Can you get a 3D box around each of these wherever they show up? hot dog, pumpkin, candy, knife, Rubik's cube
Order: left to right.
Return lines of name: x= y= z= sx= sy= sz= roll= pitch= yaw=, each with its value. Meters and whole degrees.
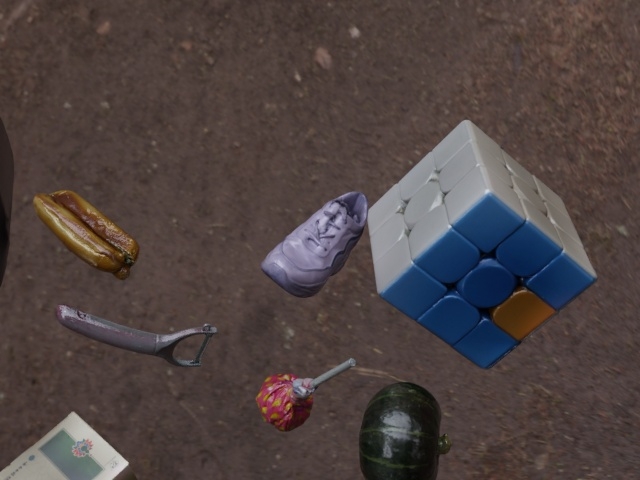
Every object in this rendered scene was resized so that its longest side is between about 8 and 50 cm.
hot dog: x=-0.423 y=-0.013 z=1.675 sx=0.249 sy=0.100 sz=0.068 roll=35 pitch=122 yaw=29
knife: x=-0.328 y=0.162 z=1.646 sx=0.053 sy=0.278 sz=0.123 roll=-93 pitch=24 yaw=-50
candy: x=-0.020 y=0.296 z=1.886 sx=0.365 sy=0.124 sz=0.124 roll=-38 pitch=55 yaw=55
pumpkin: x=0.117 y=0.284 z=1.323 sx=0.125 sy=0.167 sz=0.167 roll=-1 pitch=75 yaw=32
Rubik's cube: x=0.292 y=0.008 z=1.770 sx=0.290 sy=0.291 sz=0.291 roll=-45 pitch=24 yaw=24

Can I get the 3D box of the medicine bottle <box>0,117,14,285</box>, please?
medicine bottle: x=-0.366 y=-0.067 z=0.766 sx=0.242 sy=0.242 sz=0.395 roll=-44 pitch=26 yaw=10

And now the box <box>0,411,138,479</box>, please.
box: x=-0.451 y=0.434 z=1.628 sx=0.168 sy=0.095 sz=0.212 roll=34 pitch=61 yaw=27

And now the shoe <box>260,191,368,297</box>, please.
shoe: x=0.000 y=0.000 z=1.485 sx=0.095 sy=0.245 sz=0.137 roll=34 pitch=116 yaw=14
